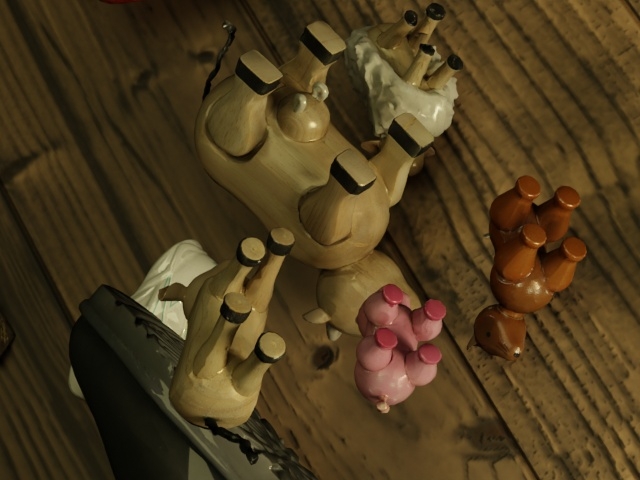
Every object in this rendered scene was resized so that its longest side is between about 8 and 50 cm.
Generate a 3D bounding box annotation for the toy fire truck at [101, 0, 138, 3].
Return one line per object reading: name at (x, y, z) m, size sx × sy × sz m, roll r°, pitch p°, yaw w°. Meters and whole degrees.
toy fire truck at (-0.115, -0.344, 1.572) m, size 0.254 × 0.169 × 0.302 m, roll -9°, pitch 70°, yaw -5°

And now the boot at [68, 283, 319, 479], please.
boot at (-0.189, 0.303, 1.376) m, size 0.445 × 0.146 × 0.367 m, roll -44°, pitch 72°, yaw 3°

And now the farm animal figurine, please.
farm animal figurine at (0.000, 0.000, 1.378) m, size 0.330 × 0.172 × 0.326 m, roll -11°, pitch 61°, yaw -33°

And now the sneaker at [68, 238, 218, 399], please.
sneaker at (-0.132, 0.070, 1.488) m, size 0.152 × 0.053 × 0.061 m, roll -46°, pitch 68°, yaw -2°

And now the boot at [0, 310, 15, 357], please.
boot at (-0.298, 0.106, 1.539) m, size 0.114 × 0.037 × 0.106 m, roll -12°, pitch 72°, yaw 8°
